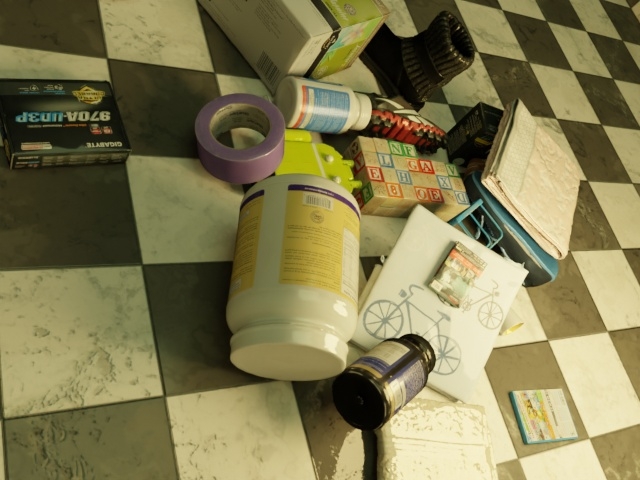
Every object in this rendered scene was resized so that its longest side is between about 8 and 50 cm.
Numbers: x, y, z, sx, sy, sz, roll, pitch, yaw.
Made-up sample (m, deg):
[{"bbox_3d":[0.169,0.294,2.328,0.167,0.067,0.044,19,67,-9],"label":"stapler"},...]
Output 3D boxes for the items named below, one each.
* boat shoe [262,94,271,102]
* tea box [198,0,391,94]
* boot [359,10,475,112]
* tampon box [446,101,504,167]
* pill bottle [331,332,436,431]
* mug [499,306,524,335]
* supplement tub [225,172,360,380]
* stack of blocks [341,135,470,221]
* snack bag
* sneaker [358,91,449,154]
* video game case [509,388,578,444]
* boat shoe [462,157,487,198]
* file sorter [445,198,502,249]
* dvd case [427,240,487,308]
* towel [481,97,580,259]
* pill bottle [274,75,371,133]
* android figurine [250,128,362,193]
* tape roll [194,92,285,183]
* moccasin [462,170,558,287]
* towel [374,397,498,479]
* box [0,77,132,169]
[{"bbox_3d":[-0.139,-0.306,1.519,0.035,0.035,0.100,16,61,-26],"label":"boat shoe"},{"bbox_3d":[-0.063,-0.590,1.619,0.323,0.220,0.329,-31,81,-40],"label":"tea box"},{"bbox_3d":[0.249,-0.546,1.756,0.131,0.260,0.348,-25,77,-40],"label":"boot"},{"bbox_3d":[0.442,-0.281,1.777,0.120,0.161,0.101,12,57,-25],"label":"tampon box"},{"bbox_3d":[0.130,0.259,1.224,0.219,0.123,0.123,-23,75,-50],"label":"pill bottle"},{"bbox_3d":[0.449,0.192,1.565,0.062,0.078,0.064,-26,65,-7],"label":"mug"},{"bbox_3d":[-0.047,0.070,1.195,0.241,0.241,0.331,17,58,-22],"label":"supplement tub"},{"bbox_3d":[0.213,-0.148,1.600,0.297,0.087,0.171,4,60,-30],"label":"stack of blocks"},{"bbox_3d":[0.251,0.131,1.386,0.323,0.037,0.342,30,80,-11],"label":"snack bag"},{"bbox_3d":[0.223,-0.317,1.705,0.276,0.097,0.135,13,58,-23],"label":"sneaker"},{"bbox_3d":[0.519,0.406,1.492,0.166,0.015,0.119,5,60,-29],"label":"video game case"},{"bbox_3d":[0.539,-0.139,1.779,0.324,0.123,0.116,25,49,-19],"label":"boat shoe"},{"bbox_3d":[0.324,0.003,1.524,0.118,0.170,0.104,-33,86,-41],"label":"file sorter"},{"bbox_3d":[0.294,0.073,1.375,0.087,0.013,0.119,36,78,-10],"label":"dvd case"},{"bbox_3d":[0.560,-0.165,1.665,0.317,0.053,0.332,42,51,-20],"label":"towel"},{"bbox_3d":[0.009,-0.323,1.560,0.221,0.124,0.124,1,61,-31],"label":"pill bottle"},{"bbox_3d":[-0.034,-0.150,1.457,0.273,0.056,0.248,0,57,-26],"label":"android figurine"},{"bbox_3d":[-0.169,-0.218,1.370,0.189,0.080,0.189,2,59,-3],"label":"tape roll"},{"bbox_3d":[0.463,-0.016,1.650,0.138,0.117,0.342,-29,83,-49],"label":"moccasin"},{"bbox_3d":[0.229,0.410,1.289,0.282,0.049,0.187,14,54,-23],"label":"towel"},{"bbox_3d":[-0.497,-0.227,1.235,0.220,0.051,0.175,-8,66,-36],"label":"box"}]
